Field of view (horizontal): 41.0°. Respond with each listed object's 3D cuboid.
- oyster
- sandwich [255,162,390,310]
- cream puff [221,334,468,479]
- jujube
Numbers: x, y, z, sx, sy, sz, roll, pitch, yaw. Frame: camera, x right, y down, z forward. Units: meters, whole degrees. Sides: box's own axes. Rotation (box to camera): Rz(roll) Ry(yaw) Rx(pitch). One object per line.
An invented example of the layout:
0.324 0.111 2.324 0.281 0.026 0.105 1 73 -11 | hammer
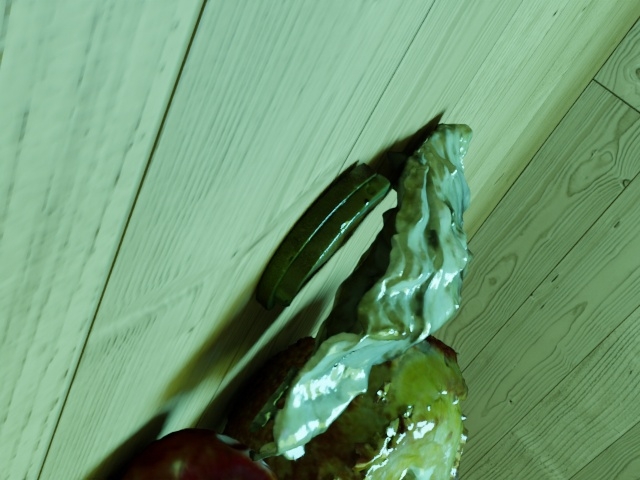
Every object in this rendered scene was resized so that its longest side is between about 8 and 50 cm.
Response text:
0.060 0.041 0.720 0.354 0.107 0.201 -63 176 -16 | oyster
-0.002 0.001 0.631 0.135 0.029 0.067 -52 169 8 | sandwich
0.010 0.237 0.945 0.350 0.229 0.350 -32 138 -33 | cream puff
-0.128 0.255 0.677 0.230 0.155 0.155 -44 172 20 | jujube
